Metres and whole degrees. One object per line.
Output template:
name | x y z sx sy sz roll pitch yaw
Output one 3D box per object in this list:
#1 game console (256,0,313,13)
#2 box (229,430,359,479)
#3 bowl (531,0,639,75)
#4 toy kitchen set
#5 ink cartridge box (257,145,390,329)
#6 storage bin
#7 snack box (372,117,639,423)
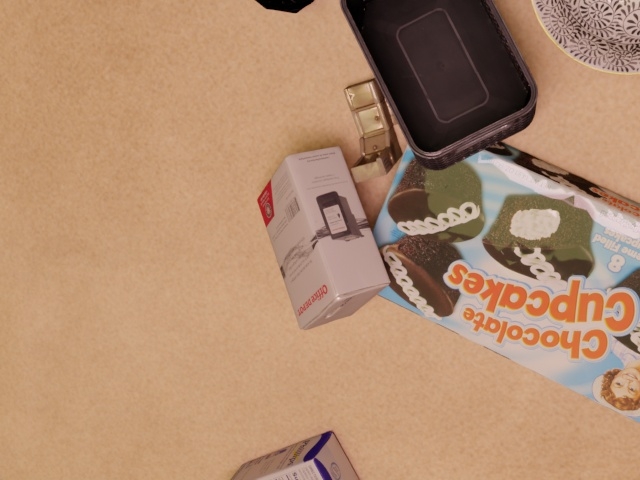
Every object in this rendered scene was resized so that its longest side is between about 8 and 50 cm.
game console | 0.004 -0.385 0.956 0.213 0.044 0.361 41 121 -11
box | -0.022 0.304 1.206 0.137 0.072 0.126 -25 97 26
bowl | 0.272 -0.234 0.918 0.170 0.080 0.170 8 111 20
toy kitchen set | 0.061 -0.113 1.037 0.068 0.075 0.083 -14 106 22
ink cartridge box | 0.000 0.000 1.050 0.109 0.063 0.150 -47 59 61
storage bin | 0.108 -0.167 0.963 0.122 0.084 0.180 -26 83 7
snack box | 0.211 0.025 1.037 0.322 0.060 0.187 26 114 11
